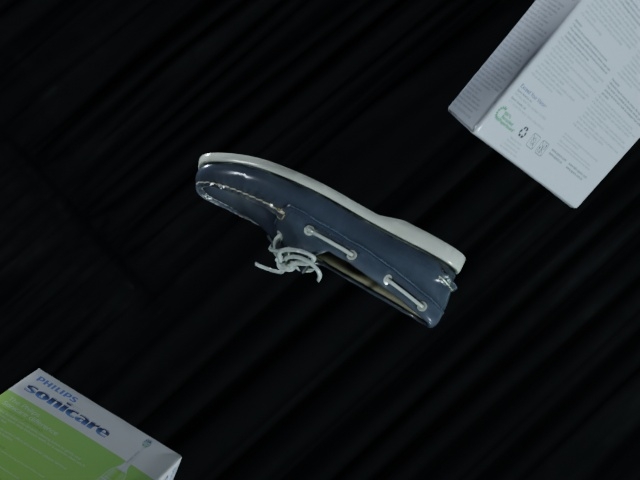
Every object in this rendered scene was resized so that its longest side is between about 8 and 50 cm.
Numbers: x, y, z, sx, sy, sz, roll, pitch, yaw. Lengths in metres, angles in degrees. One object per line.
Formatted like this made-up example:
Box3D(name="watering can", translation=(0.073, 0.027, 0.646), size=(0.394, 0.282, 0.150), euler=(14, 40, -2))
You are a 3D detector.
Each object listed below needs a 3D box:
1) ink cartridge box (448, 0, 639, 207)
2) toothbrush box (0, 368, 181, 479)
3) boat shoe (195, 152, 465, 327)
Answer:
Box3D(name="ink cartridge box", translation=(0.244, -0.152, 0.953), size=(0.223, 0.224, 0.045), euler=(26, -161, -51))
Box3D(name="toothbrush box", translation=(-0.314, 0.287, 1.155), size=(0.206, 0.122, 0.283), euler=(28, -151, 11))
Box3D(name="boat shoe", translation=(0.000, 0.000, 0.963), size=(0.254, 0.079, 0.095), euler=(24, 168, -5))
